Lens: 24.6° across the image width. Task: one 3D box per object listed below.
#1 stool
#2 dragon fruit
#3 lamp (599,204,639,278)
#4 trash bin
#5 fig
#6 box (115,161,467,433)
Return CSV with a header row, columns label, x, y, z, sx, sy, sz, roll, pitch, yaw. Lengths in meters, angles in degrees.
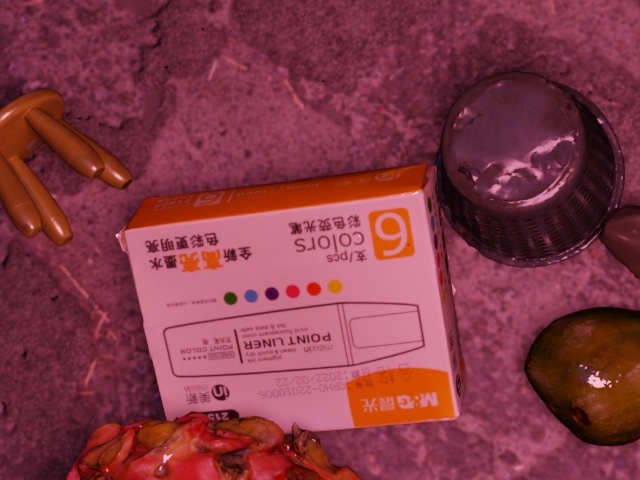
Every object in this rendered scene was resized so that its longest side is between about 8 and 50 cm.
label,x,y,z,sx,sy,sz,roll,pitch,yaw
stool,-0.260,-0.069,1.392,0.110,0.134,0.135,47,49,12
dragon fruit,-0.096,0.273,1.214,0.291,0.269,0.250,31,117,-9
lamp,0.358,0.025,1.243,0.250,0.101,0.101,21,87,14
trash bin,0.174,-0.069,1.268,0.175,0.161,0.176,-1,84,12
fig,0.260,0.101,1.249,0.156,0.123,0.123,-36,76,-7
box,-0.018,0.056,1.287,0.273,0.091,0.221,-9,109,12
